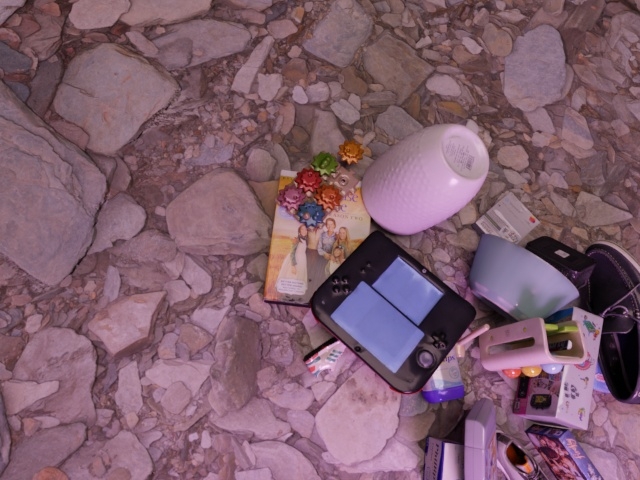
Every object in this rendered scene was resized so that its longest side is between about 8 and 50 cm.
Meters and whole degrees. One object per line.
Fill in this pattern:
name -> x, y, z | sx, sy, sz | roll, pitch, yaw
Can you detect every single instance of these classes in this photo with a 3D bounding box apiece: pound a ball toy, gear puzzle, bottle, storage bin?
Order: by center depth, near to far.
pound a ball toy -> 0.523, 0.305, 1.229 | 0.208, 0.319, 0.136 | 6, 68, -14
bottle -> 0.333, 0.322, 1.307 | 0.118, 0.092, 0.283 | -5, 73, -13
gear puzzle -> 0.027, -0.191, 1.386 | 0.175, 0.044, 0.339 | 41, 72, 5
storage bin -> 0.736, 0.071, 1.391 | 0.122, 0.084, 0.180 | -17, 37, -31

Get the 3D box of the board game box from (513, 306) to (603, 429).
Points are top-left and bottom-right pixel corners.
board game box -> 0.671, 0.363, 1.273 | 0.097, 0.224, 0.304 | 21, 70, 0

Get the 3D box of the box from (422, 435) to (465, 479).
box -> 0.333, 0.601, 1.194 | 0.072, 0.137, 0.126 | 12, 71, -4

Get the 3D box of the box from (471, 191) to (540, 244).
box -> 0.621, -0.055, 1.497 | 0.186, 0.038, 0.145 | -38, 81, -16

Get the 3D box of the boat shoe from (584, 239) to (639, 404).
boat shoe -> 0.886, 0.239, 1.327 | 0.155, 0.187, 0.501 | -3, 76, -17

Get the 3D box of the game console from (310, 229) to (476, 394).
game console -> 0.201, 0.195, 1.264 | 0.386, 0.060, 0.342 | 41, 73, 12

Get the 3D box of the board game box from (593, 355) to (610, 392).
board game box -> 0.825, 0.350, 1.395 | 0.160, 0.039, 0.212 | 15, 69, -4

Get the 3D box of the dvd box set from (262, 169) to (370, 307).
dvd box set -> 0.000, 0.000, 1.380 | 0.307, 0.062, 0.421 | 8, 72, -6

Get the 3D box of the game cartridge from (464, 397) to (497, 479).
game cartridge -> 0.417, 0.586, 1.154 | 0.062, 0.198, 0.298 | -2, 91, 25

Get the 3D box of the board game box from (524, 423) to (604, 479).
board game box -> 0.691, 0.630, 1.221 | 0.042, 0.165, 0.243 | -29, 78, -15

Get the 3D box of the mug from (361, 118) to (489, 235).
mug -> 0.342, -0.223, 1.334 | 0.276, 0.328, 0.374 | 41, 63, -8

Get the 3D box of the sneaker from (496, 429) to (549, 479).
sneaker -> 0.568, 0.650, 1.229 | 0.100, 0.108, 0.271 | -38, 82, -19

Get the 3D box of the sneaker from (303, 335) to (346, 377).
sneaker -> 0.033, 0.333, 1.289 | 0.161, 0.057, 0.075 | -29, 95, -17

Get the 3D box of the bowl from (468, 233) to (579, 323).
bowl -> 0.564, 0.134, 1.318 | 0.311, 0.311, 0.163 | 38, 91, 5
